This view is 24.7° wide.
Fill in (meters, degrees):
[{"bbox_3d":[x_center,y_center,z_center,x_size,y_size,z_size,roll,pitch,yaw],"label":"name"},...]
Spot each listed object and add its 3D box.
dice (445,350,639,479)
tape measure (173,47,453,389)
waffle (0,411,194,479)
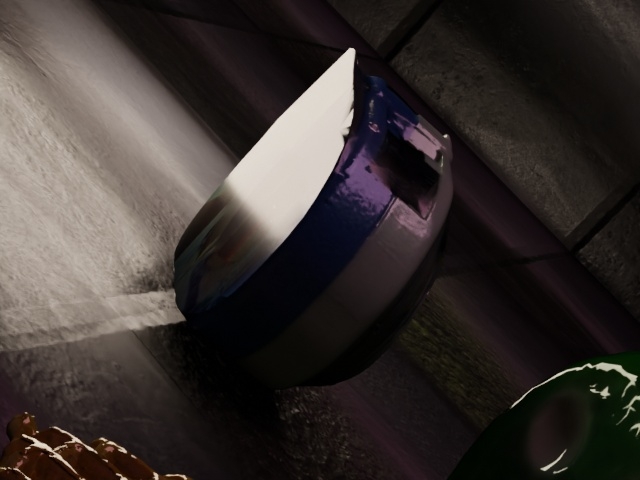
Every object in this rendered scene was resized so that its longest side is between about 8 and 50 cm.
[{"bbox_3d":[0.255,0.284,1.072,0.297,0.300,0.287,34,15,-22],"label":"dice"},{"bbox_3d":[0.001,0.000,1.283,0.138,0.259,0.262,36,19,-19],"label":"tape measure"},{"bbox_3d":[-0.080,0.211,0.870,0.281,0.058,0.301,26,10,-44],"label":"waffle"}]
